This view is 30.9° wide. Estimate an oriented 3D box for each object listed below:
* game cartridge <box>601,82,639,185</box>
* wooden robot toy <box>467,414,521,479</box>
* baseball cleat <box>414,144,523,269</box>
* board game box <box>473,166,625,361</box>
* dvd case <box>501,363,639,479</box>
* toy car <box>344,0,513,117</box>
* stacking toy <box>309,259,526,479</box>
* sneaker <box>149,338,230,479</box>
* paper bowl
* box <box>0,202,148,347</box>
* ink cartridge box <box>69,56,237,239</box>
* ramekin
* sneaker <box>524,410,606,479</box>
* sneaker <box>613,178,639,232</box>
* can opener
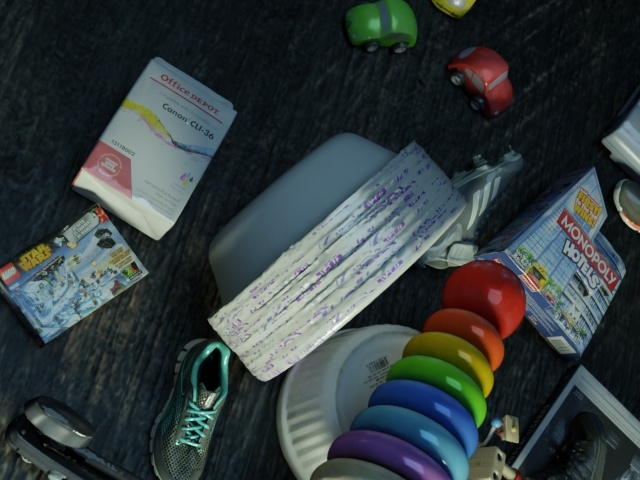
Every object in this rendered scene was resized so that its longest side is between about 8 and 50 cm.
[{"bbox_3d":[0.531,-0.168,1.623,0.196,0.060,0.294,45,61,-9],"label":"game cartridge"},{"bbox_3d":[0.172,0.271,1.299,0.076,0.079,0.173,49,47,-35],"label":"wooden robot toy"},{"bbox_3d":[0.180,-0.032,1.415,0.206,0.072,0.109,-30,100,-25],"label":"baseball cleat"},{"bbox_3d":[0.307,0.014,1.429,0.194,0.060,0.194,47,60,-20],"label":"board game box"},{"bbox_3d":[0.307,0.292,1.375,0.179,0.029,0.238,44,60,-4],"label":"dvd case"},{"bbox_3d":[0.140,-0.274,1.478,0.225,0.053,0.239,-3,74,-26],"label":"toy car"},{"bbox_3d":[0.119,0.147,1.161,0.141,0.141,0.330,37,58,-9],"label":"stacking toy"},{"bbox_3d":[-0.130,0.173,1.189,0.065,0.076,0.166,16,67,-18],"label":"sneaker"},{"bbox_3d":[0.000,0.000,1.188,0.284,0.284,0.148,-40,90,-30],"label":"paper bowl"},{"bbox_3d":[-0.261,0.035,1.204,0.137,0.027,0.094,-36,91,-30],"label":"box"},{"bbox_3d":[-0.173,-0.115,1.272,0.115,0.067,0.198,32,62,-11],"label":"ink cartridge box"},{"bbox_3d":[0.066,0.188,1.255,0.207,0.109,0.207,8,70,-22],"label":"ramekin"},{"bbox_3d":[0.274,0.273,1.320,0.089,0.051,0.170,16,70,-23],"label":"sneaker"},{"bbox_3d":[0.459,-0.029,1.533,0.158,0.065,0.061,42,61,-7],"label":"sneaker"},{"bbox_3d":[-0.228,0.227,1.138,0.186,0.073,0.059,44,52,-16],"label":"can opener"}]
